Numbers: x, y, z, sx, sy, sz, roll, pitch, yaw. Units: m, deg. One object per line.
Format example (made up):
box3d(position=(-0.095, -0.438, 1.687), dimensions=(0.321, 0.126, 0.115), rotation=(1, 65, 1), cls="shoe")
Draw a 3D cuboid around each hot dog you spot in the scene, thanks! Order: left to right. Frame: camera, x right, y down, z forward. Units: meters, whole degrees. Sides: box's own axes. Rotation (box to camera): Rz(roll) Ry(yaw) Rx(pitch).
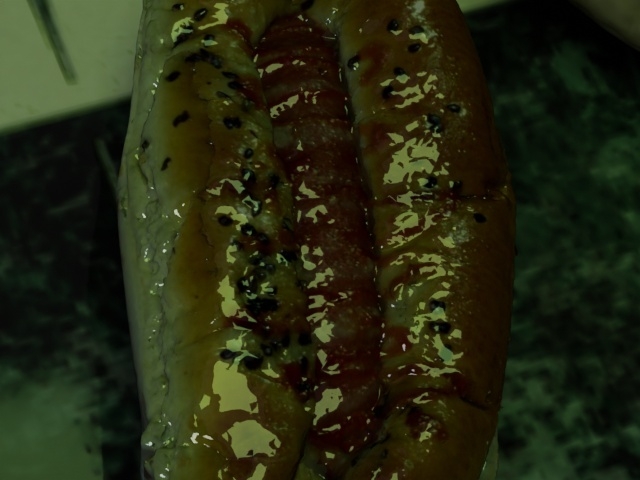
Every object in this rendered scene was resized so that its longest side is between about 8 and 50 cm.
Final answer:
box3d(position=(0.000, 0.000, 0.702), dimensions=(0.144, 0.075, 0.268), rotation=(3, 62, -11), cls="hot dog")

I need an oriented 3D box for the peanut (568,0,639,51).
box3d(position=(0.199, -0.121, 0.794), dimensions=(0.275, 0.111, 0.125), rotation=(16, 58, -8), cls="peanut")
